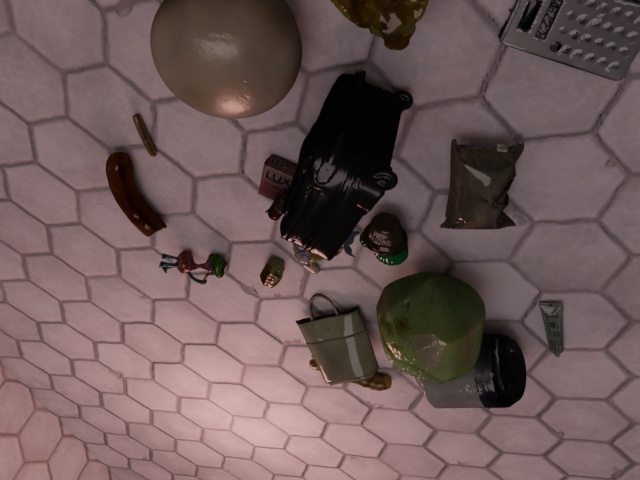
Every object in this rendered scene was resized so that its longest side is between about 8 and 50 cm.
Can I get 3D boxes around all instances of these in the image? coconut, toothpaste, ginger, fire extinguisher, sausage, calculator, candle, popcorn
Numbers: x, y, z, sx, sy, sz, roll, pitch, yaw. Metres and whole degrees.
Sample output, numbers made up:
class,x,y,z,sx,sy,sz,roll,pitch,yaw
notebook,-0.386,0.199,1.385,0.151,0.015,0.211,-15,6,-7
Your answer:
class,x,y,z,sx,sy,sz,roll,pitch,yaw
coconut,0.298,0.223,1.721,0.328,0.281,0.329,49,150,40
toothpaste,0.667,0.255,1.794,0.064,0.041,0.218,0,129,29
ginger,0.107,0.456,2.186,0.298,0.065,0.118,22,141,-1
fire extinguisher,-0.094,-0.102,1.646,0.056,0.039,0.132,25,139,-18
sausage,-0.555,-0.130,1.852,0.102,0.076,0.302,-6,132,16
calculator,0.491,-0.413,1.208,0.261,0.021,0.161,18,136,3
candle,0.425,0.398,1.899,0.342,0.221,0.221,-11,128,34
popcorn,0.111,-0.477,1.138,0.237,0.205,0.252,155,91,-81
sausage,-0.477,-0.282,1.708,0.024,0.024,0.132,2,132,20

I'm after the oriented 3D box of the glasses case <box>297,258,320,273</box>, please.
class,x,y,z,sx,sy,sz,roll,pitch,yaw
glasses case,-0.035,0.071,1.889,0.032,0.021,0.083,-29,118,38

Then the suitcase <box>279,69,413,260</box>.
class,x,y,z,sx,sy,sz,roll,pitch,yaw
suitcase,0.044,-0.161,1.398,0.188,0.345,0.339,22,137,-9

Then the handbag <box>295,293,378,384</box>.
class,x,y,z,sx,sy,sz,roll,pitch,yaw
handbag,0.052,0.308,2.043,0.241,0.109,0.316,-17,99,29

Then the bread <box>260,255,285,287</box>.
class,x,y,z,sx,sy,sz,roll,pitch,yaw
bread,-0.149,0.103,1.939,0.066,0.060,0.110,37,136,5

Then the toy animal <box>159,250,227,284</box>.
class,x,y,z,sx,sy,sz,roll,pitch,yaw
toy animal,-0.403,0.087,1.991,0.208,0.100,0.103,4,97,0

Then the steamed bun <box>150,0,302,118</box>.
class,x,y,z,sx,sy,sz,roll,pitch,yaw
steamed bun,-0.199,-0.391,1.318,0.324,0.206,0.324,10,152,5

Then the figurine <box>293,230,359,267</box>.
class,x,y,z,sx,sy,sz,roll,pitch,yaw
figurine,0.000,0.000,1.735,0.208,0.128,0.184,12,138,3

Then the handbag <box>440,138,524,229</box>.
class,x,y,z,sx,sy,sz,roll,pitch,yaw
handbag,0.382,-0.122,1.476,0.182,0.117,0.270,3,133,7

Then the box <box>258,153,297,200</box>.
class,x,y,z,sx,sy,sz,roll,pitch,yaw
box,-0.082,-0.149,1.664,0.156,0.060,0.111,21,135,-1

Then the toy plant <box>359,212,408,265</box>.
class,x,y,z,sx,sy,sz,roll,pitch,yaw
toy plant,0.170,0.004,1.691,0.142,0.105,0.200,21,150,16
